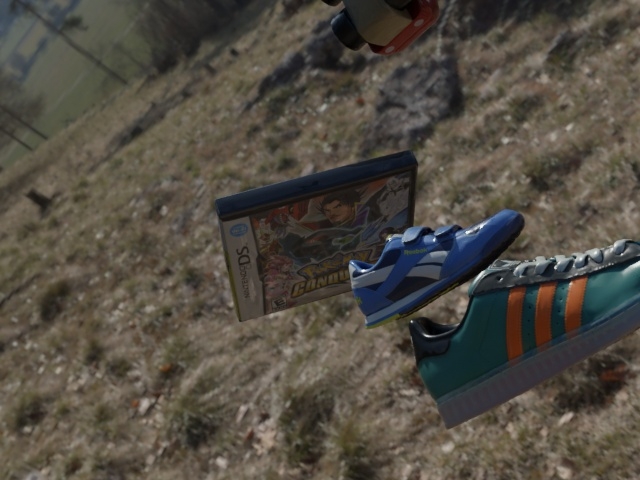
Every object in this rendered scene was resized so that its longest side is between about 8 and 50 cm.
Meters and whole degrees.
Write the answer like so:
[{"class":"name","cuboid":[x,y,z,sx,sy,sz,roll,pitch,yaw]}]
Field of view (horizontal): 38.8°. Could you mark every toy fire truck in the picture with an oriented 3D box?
[{"class":"toy fire truck","cuboid":[0.092,-0.363,1.333,0.158,0.246,0.217,-39,66,34]}]

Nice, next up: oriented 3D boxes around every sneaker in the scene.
[{"class":"sneaker","cuboid":[0.203,0.052,0.807,0.302,0.108,0.121,-36,75,26]},{"class":"sneaker","cuboid":[0.081,0.011,0.667,0.144,0.053,0.059,-32,76,20]}]

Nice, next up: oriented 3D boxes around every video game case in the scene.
[{"class":"video game case","cuboid":[0.000,0.000,1.280,0.274,0.248,0.035,-15,52,-9]}]
